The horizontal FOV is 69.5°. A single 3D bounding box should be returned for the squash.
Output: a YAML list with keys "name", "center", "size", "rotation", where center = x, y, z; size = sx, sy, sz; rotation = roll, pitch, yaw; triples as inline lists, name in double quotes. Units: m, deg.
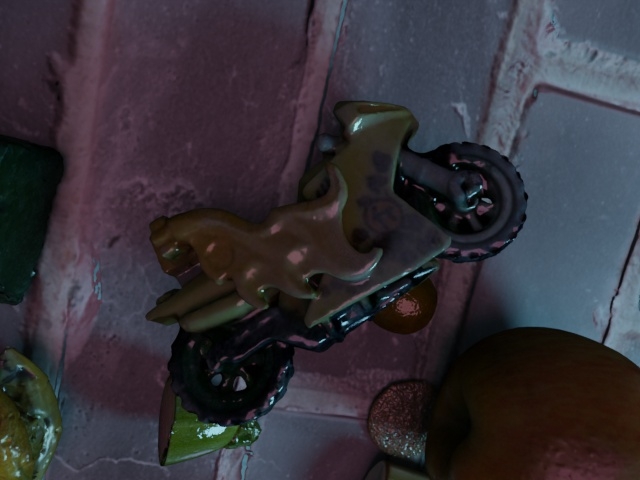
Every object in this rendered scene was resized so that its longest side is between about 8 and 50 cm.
- name: "squash"
  center: [-0.129, 0.226, 0.577]
  size: [0.132, 0.105, 0.105]
  rotation: [11, 98, -23]

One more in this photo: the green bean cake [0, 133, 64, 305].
- name: "green bean cake"
  center: [-0.358, -0.016, 0.441]
  size: [0.107, 0.208, 0.193]
  rotation: [19, 95, -7]

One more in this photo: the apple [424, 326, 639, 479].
- name: "apple"
  center: [0.249, 0.233, 0.538]
  size: [0.265, 0.264, 0.264]
  rotation: [-1, 100, -7]

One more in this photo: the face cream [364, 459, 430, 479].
- name: "face cream"
  center: [0.186, 0.413, 0.653]
  size: [0.285, 0.067, 0.139]
  rotation: [23, 99, -11]

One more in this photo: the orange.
- name: "orange"
  center: [0.097, 0.072, 0.576]
  size: [0.095, 0.085, 0.085]
  rotation: [23, 96, -6]

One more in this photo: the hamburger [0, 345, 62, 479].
- name: "hamburger"
  center: [-0.404, 0.260, 0.517]
  size: [0.283, 0.144, 0.157]
  rotation: [-44, 109, 6]

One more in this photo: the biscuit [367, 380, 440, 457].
- name: "biscuit"
  center: [0.123, 0.249, 0.643]
  size: [0.120, 0.015, 0.120]
  rotation: [-1, 101, -7]

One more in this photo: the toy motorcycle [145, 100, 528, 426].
- name: "toy motorcycle"
  center: [0.000, 0.000, 0.487]
  size: [0.410, 0.168, 0.236]
  rotation: [-35, 70, -4]
